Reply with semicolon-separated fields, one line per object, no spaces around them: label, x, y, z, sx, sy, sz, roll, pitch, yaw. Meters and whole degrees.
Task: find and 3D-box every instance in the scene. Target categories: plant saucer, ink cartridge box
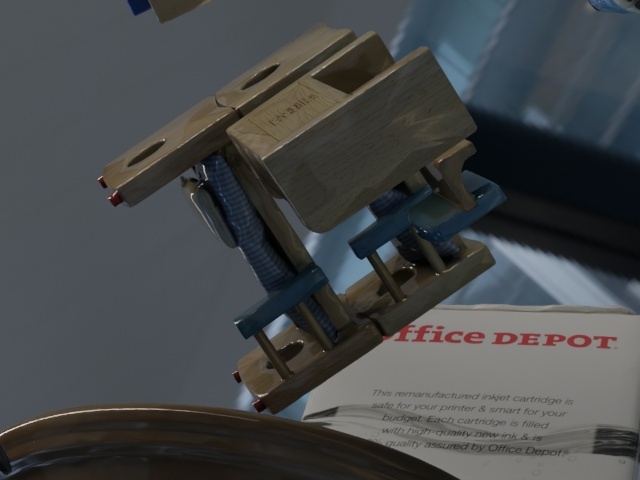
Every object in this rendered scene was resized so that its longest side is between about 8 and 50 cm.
plant saucer;-0.037;0.156;0.785;0.278;0.278;0.041;101;179;-60
ink cartridge box;0.121;0.234;1.334;0.395;0.285;0.166;-67;-27;-51

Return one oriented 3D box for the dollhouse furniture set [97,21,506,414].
dollhouse furniture set;0.000;0.000;0.686;0.129;0.129;0.184;-35;16;-4

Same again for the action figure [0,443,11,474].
action figure;-0.194;0.067;0.580;0.141;0.275;0.164;-25;-20;12

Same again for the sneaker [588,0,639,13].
sneaker;0.246;-0.204;1.122;0.162;0.063;0.073;-29;9;-24

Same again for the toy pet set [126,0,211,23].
toy pet set;-0.077;-0.172;0.788;0.122;0.065;0.114;-24;-57;1
